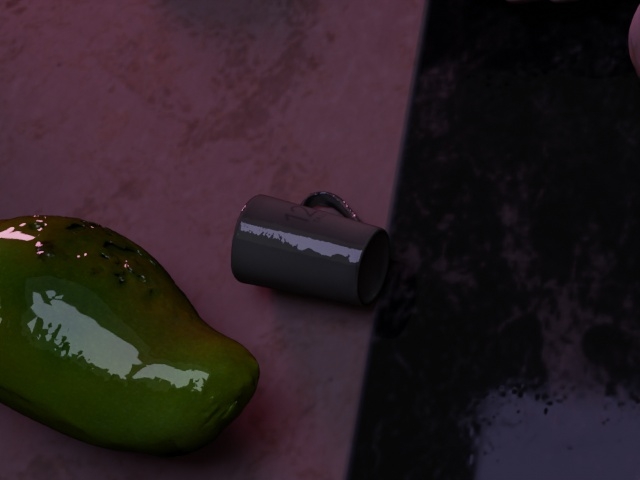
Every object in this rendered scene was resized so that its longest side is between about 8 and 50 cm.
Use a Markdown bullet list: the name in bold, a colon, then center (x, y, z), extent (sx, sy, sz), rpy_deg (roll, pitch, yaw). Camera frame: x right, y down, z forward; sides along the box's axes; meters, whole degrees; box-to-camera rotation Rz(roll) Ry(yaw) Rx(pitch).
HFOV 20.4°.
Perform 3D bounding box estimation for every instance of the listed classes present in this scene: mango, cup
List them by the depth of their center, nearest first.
- **mango**: center (-0.134, 0.054, 1.048), extent (0.233, 0.111, 0.125), rpy_deg (16, 76, 26)
- **cup**: center (-0.001, 0.005, 1.062), extent (0.083, 0.075, 0.054), rpy_deg (13, 107, 23)

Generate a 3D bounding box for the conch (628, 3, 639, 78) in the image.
- **conch**: center (0.253, -0.068, 0.970), extent (0.158, 0.127, 0.255), rpy_deg (-7, 83, -15)

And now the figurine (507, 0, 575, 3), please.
- **figurine**: center (0.121, -0.232, 1.091), extent (0.237, 0.141, 0.162), rpy_deg (23, 103, 27)
